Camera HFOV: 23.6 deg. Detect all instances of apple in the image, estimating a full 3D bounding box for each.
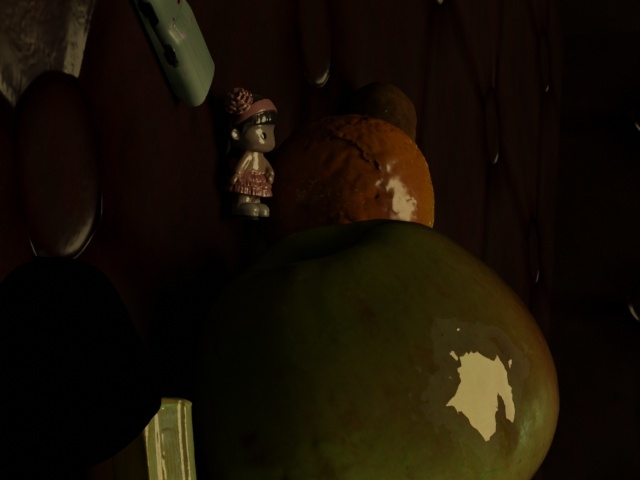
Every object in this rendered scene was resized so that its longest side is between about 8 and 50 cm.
[{"bbox_3d":[0.034,0.131,1.406,0.305,0.338,0.338,60,27,-19],"label":"apple"}]

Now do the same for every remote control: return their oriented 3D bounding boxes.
[{"bbox_3d":[-0.132,-0.198,1.361,0.166,0.029,0.065,69,27,-46],"label":"remote control"}]

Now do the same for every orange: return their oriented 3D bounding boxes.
[{"bbox_3d":[0.030,-0.036,1.593,0.161,0.193,0.193,-12,100,-65],"label":"orange"}]

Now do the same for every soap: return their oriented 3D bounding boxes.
[{"bbox_3d":[-0.120,0.241,1.149,0.092,0.037,0.252,14,72,-74],"label":"soap"}]

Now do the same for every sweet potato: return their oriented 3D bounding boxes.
[{"bbox_3d":[0.063,-0.099,1.871,0.292,0.097,0.097,-73,155,-46],"label":"sweet potato"}]

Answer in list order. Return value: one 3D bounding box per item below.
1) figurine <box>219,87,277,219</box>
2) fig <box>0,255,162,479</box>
[{"bbox_3d":[-0.076,-0.084,1.505,0.072,0.054,0.129,-2,97,-58],"label":"figurine"},{"bbox_3d":[-0.173,0.080,0.995,0.165,0.154,0.144,120,-32,-47],"label":"fig"}]
